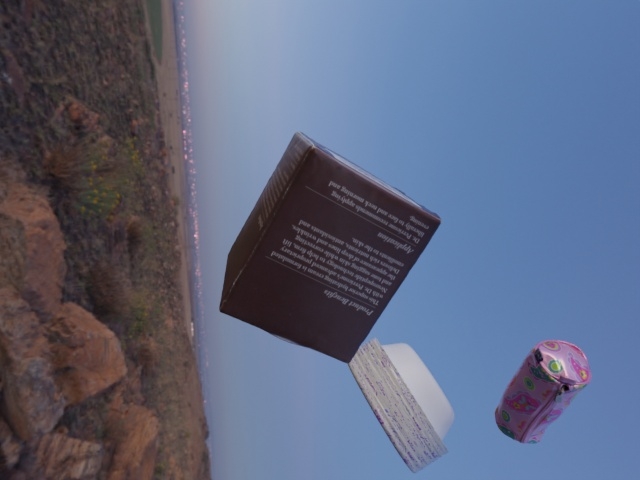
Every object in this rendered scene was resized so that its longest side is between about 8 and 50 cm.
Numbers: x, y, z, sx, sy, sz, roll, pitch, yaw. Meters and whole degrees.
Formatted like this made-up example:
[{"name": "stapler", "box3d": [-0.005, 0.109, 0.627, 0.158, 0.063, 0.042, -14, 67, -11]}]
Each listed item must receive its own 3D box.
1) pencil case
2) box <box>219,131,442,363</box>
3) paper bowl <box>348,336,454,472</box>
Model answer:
[{"name": "pencil case", "box3d": [0.496, 0.349, 0.947, 0.124, 0.124, 0.284, -111, -160, -47]}, {"name": "box", "box3d": [0.000, 0.000, 0.512, 0.203, 0.168, 0.167, -58, -162, 12]}, {"name": "paper bowl", "box3d": [0.188, 0.349, 0.942, 0.284, 0.148, 0.284, 58, -1, 1]}]
